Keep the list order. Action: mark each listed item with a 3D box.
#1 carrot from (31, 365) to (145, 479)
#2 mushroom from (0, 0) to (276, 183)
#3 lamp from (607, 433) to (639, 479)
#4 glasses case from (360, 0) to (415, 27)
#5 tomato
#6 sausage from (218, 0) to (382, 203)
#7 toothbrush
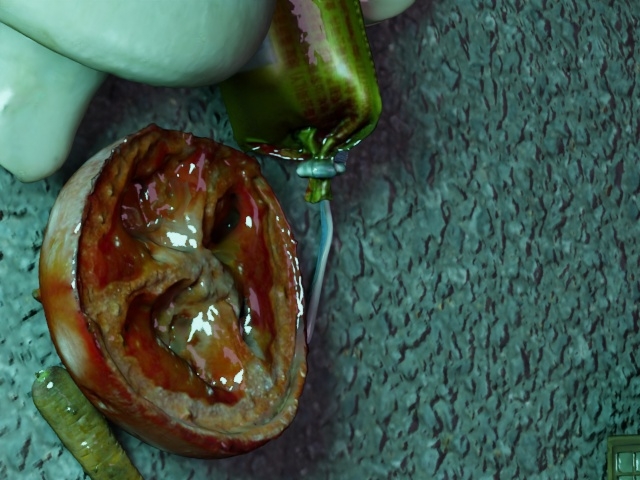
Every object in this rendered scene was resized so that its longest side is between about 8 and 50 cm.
[{"bbox_3d":[-0.143,0.151,1.222,0.035,0.036,0.165,-44,113,-33],"label":"carrot"},{"bbox_3d":[-0.157,-0.152,1.164,0.243,0.243,0.243,6,80,-37],"label":"mushroom"},{"bbox_3d":[0.392,0.218,1.594,0.325,0.089,0.090,6,80,-37],"label":"lamp"},{"bbox_3d":[0.013,-0.259,1.390,0.083,0.050,0.196,-30,102,-35],"label":"glasses case"},{"bbox_3d":[-0.106,0.039,1.225,0.228,0.101,0.228,16,68,-44],"label":"tomato"},{"bbox_3d":[-0.030,-0.182,1.304,0.125,0.117,0.317,-16,96,-6],"label":"sausage"},{"bbox_3d":[0.000,0.000,1.367,0.017,0.014,0.162,16,74,-16],"label":"toothbrush"}]
